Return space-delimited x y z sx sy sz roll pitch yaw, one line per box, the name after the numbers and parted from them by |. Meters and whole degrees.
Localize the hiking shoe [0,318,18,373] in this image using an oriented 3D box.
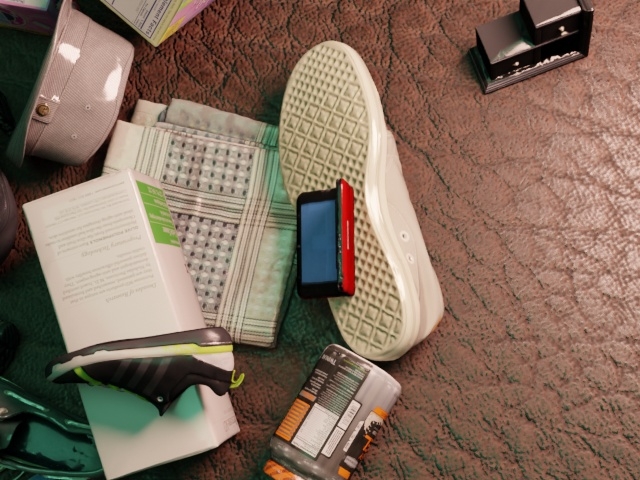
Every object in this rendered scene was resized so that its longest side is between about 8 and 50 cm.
-0.525 0.189 1.804 0.114 0.086 0.227 31 72 23 | hiking shoe

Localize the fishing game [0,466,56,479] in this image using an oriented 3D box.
-0.360 0.399 1.738 0.189 0.041 0.264 -32 73 -4 | fishing game

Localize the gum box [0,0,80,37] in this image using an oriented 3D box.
-0.455 -0.358 1.917 0.188 0.107 0.062 12 77 11 | gum box

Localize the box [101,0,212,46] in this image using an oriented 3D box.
-0.243 -0.429 1.819 0.243 0.117 0.213 41 45 0 | box

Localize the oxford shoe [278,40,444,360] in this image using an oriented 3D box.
0.056 -0.053 1.751 0.169 0.130 0.449 -25 72 33 | oxford shoe

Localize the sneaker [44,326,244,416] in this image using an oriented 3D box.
-0.210 0.163 1.537 0.235 0.084 0.097 -9 89 3 | sneaker

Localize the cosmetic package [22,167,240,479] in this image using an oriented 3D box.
-0.241 0.108 1.681 0.155 0.197 0.365 -19 87 4 | cosmetic package

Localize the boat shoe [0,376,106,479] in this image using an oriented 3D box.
-0.409 0.241 1.703 0.319 0.099 0.116 23 72 -5 | boat shoe

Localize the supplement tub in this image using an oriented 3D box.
0.012 0.241 1.686 0.117 0.117 0.190 30 82 14 | supplement tub

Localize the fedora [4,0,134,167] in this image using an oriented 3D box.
-0.340 -0.213 1.817 0.124 0.243 0.275 22 102 -14 | fedora

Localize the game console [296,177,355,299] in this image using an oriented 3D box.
0.000 0.000 1.659 0.085 0.124 0.144 -2 83 9 | game console

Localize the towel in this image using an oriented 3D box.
-0.168 -0.034 1.818 0.312 0.056 0.324 13 77 11 | towel

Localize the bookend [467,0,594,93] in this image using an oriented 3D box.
0.284 -0.285 1.767 0.156 0.157 0.072 -20 73 2 | bookend

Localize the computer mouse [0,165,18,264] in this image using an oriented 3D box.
-0.475 -0.081 1.837 0.072 0.188 0.272 -6 75 -28 | computer mouse

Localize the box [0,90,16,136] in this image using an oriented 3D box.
-0.472 -0.196 1.889 0.018 0.083 0.067 -25 74 0 | box
